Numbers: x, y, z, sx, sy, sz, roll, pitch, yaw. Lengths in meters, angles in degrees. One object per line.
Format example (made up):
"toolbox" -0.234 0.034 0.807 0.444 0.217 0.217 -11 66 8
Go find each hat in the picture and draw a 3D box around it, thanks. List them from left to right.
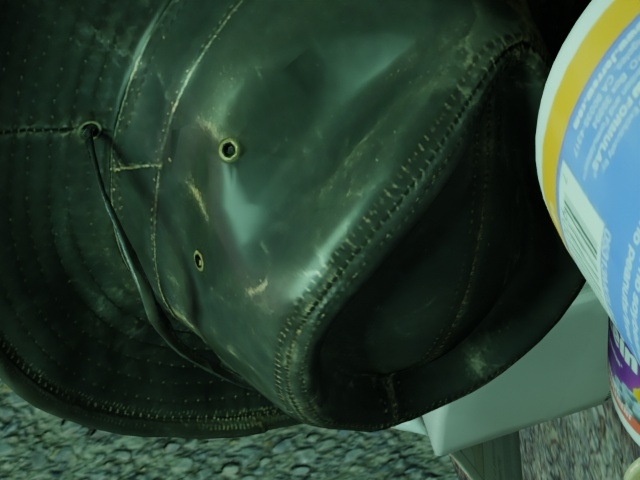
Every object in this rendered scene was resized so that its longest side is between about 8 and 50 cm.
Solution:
"hat" 0.020 -0.028 0.668 0.134 0.331 0.331 49 160 46

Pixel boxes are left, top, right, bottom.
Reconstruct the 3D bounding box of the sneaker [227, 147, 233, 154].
"sneaker" -0.052 -0.092 0.961 0.051 0.089 0.170 106 145 -82

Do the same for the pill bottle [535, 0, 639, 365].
"pill bottle" 0.169 0.029 0.475 0.272 0.152 0.152 -114 8 -52

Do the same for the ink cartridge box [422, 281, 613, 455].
"ink cartridge box" 0.074 -0.109 1.020 0.285 0.166 0.395 82 169 -72

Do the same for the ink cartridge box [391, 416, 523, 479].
"ink cartridge box" 0.000 0.000 1.205 0.385 0.091 0.308 51 -156 -31

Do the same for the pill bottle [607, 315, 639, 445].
"pill bottle" 0.166 0.006 0.712 0.193 0.108 0.108 79 172 -53

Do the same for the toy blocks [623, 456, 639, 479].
"toy blocks" 0.232 0.210 1.099 0.123 0.054 0.148 79 172 -53
